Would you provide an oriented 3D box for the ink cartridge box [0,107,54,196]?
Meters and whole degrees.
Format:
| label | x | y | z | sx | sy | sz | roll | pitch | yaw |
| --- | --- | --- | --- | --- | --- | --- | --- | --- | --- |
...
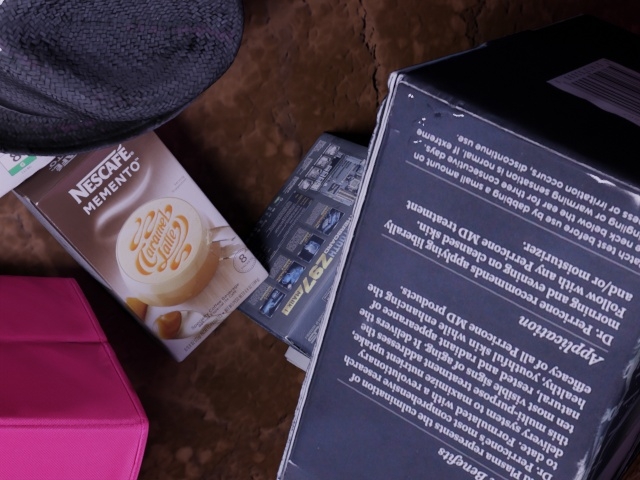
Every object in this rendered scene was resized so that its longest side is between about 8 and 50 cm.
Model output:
| label | x | y | z | sx | sy | sz | roll | pitch | yaw |
| --- | --- | --- | --- | --- | --- | --- | --- | --- | --- |
| ink cartridge box | -0.358 | -0.096 | 0.958 | 0.181 | 0.056 | 0.224 | -37 | 148 | -8 |

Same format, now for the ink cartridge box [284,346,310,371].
| label | x | y | z | sx | sy | sz | roll | pitch | yaw |
| --- | --- | --- | --- | --- | --- | --- | --- | --- | --- |
| ink cartridge box | 0.057 | 0.101 | 1.362 | 0.127 | 0.072 | 0.175 | 28 | 89 | -36 |

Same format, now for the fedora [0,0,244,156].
| label | x | y | z | sx | sy | sz | roll | pitch | yaw |
| --- | --- | --- | --- | --- | --- | --- | --- | --- | --- |
| fedora | -0.184 | -0.192 | 0.904 | 0.334 | 0.152 | 0.334 | -16 | 121 | -29 |

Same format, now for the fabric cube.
| label | x | y | z | sx | sy | sz | roll | pitch | yaw |
| --- | --- | --- | --- | --- | --- | --- | --- | --- | --- |
| fabric cube | -0.341 | 0.192 | 1.002 | 0.258 | 0.259 | 0.254 | 7 | 115 | -33 |

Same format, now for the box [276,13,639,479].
| label | x | y | z | sx | sy | sz | roll | pitch | yaw |
| --- | --- | --- | --- | --- | --- | --- | --- | --- | --- |
| box | 0.240 | 0.054 | 1.165 | 0.480 | 0.297 | 0.471 | -27 | 141 | -53 |

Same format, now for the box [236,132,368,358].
| label | x | y | z | sx | sy | sz | roll | pitch | yaw |
| --- | --- | --- | --- | --- | --- | --- | --- | --- | --- |
| box | 0.000 | 0.000 | 1.227 | 0.059 | 0.183 | 0.232 | 40 | 82 | -34 |

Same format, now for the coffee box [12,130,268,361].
| label | x | y | z | sx | sy | sz | roll | pitch | yaw |
| --- | --- | --- | --- | --- | --- | --- | --- | --- | --- |
| coffee box | -0.188 | -0.010 | 1.156 | 0.141 | 0.098 | 0.246 | -46 | 124 | -12 |
